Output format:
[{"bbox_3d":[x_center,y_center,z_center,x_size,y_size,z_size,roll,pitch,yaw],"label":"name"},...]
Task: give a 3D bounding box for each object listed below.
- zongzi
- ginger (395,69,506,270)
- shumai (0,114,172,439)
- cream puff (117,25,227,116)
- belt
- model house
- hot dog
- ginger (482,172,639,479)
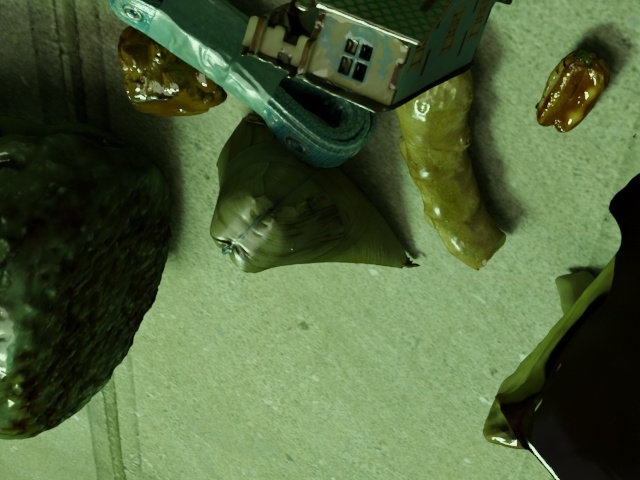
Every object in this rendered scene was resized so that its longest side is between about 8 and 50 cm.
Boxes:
[{"bbox_3d":[0.000,0.000,1.692,0.256,0.228,0.115,39,110,-16],"label":"zongzi"},{"bbox_3d":[0.120,-0.078,1.599,0.118,0.065,0.299,25,150,39],"label":"ginger"},{"bbox_3d":[-0.383,0.007,1.902,0.348,0.395,0.395,25,148,9],"label":"shumai"},{"bbox_3d":[-0.152,-0.177,1.685,0.122,0.094,0.116,5,168,-32],"label":"cream puff"},{"bbox_3d":[-0.077,-0.183,1.616,0.302,0.087,0.072,39,161,-9],"label":"belt"},{"bbox_3d":[0.059,-0.240,1.321,0.178,0.271,0.206,27,114,17],"label":"model house"},{"bbox_3d":[0.221,-0.133,1.463,0.049,0.037,0.122,22,155,-4],"label":"hot dog"},{"bbox_3d":[0.374,0.112,1.536,0.413,0.358,0.211,17,-170,25],"label":"ginger"}]
